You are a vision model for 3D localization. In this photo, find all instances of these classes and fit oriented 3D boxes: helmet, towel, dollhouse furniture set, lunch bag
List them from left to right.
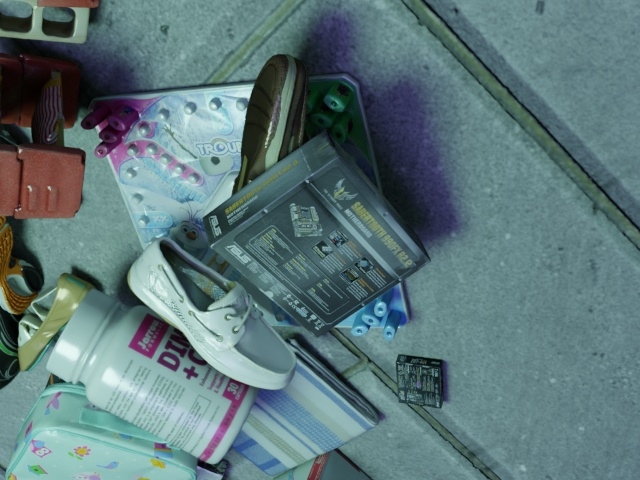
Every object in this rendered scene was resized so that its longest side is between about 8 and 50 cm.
[{"bbox_3d":[-0.585,0.166,1.475,0.169,0.169,0.161,2,142,20],"label":"helmet"},{"bbox_3d":[-0.349,-0.225,1.034,0.152,0.201,0.374,2,133,-20],"label":"dollhouse furniture set"},{"bbox_3d":[-0.330,0.334,1.385,0.279,0.108,0.224,21,129,-20],"label":"lunch bag"},{"bbox_3d":[-0.065,0.277,1.426,0.209,0.034,0.285,42,130,-14],"label":"towel"}]

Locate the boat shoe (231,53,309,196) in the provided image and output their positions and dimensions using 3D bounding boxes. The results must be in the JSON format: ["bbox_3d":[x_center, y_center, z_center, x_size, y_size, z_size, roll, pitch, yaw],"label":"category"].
[{"bbox_3d":[-0.043,-0.103,1.058,0.095,0.095,0.257,1,130,-22],"label":"boat shoe"}]

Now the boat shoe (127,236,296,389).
[{"bbox_3d":[-0.137,0.100,1.218,0.277,0.098,0.096,37,130,-5],"label":"boat shoe"}]

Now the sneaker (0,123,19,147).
[{"bbox_3d":[-0.452,-0.110,1.264,0.234,0.106,0.078,22,168,-22],"label":"sneaker"}]

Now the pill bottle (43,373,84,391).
[{"bbox_3d":[-0.400,0.267,1.485,0.130,0.130,0.246,30,129,-2],"label":"pill bottle"}]

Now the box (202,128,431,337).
[{"bbox_3d":[0.000,0.000,1.060,0.183,0.056,0.231,-36,133,11],"label":"box"}]

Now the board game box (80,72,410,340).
[{"bbox_3d":[-0.100,-0.025,1.210,0.390,0.050,0.390,-1,124,22],"label":"board game box"}]

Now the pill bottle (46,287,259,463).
[{"bbox_3d":[-0.241,0.194,1.289,0.283,0.160,0.160,29,130,-7],"label":"pill bottle"}]

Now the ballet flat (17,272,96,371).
[{"bbox_3d":[-0.448,0.129,1.440,0.073,0.080,0.232,38,120,-15],"label":"ballet flat"}]

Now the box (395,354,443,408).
[{"bbox_3d":[0.147,0.209,1.303,0.067,0.018,0.083,5,126,18],"label":"box"}]

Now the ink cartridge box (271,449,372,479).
[{"bbox_3d":[-0.010,0.456,1.471,0.128,0.127,0.176,43,127,-13],"label":"ink cartridge box"}]

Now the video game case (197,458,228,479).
[{"bbox_3d":[-0.298,0.444,1.619,0.210,0.042,0.232,24,125,1],"label":"video game case"}]

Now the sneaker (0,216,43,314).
[{"bbox_3d":[-0.532,0.017,1.350,0.121,0.099,0.262,19,147,19],"label":"sneaker"}]
